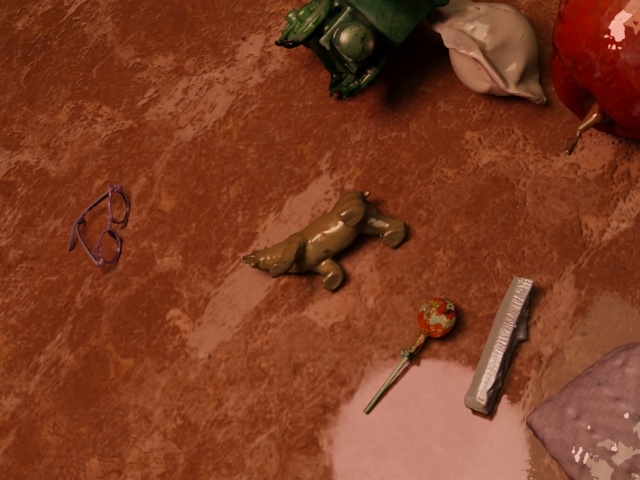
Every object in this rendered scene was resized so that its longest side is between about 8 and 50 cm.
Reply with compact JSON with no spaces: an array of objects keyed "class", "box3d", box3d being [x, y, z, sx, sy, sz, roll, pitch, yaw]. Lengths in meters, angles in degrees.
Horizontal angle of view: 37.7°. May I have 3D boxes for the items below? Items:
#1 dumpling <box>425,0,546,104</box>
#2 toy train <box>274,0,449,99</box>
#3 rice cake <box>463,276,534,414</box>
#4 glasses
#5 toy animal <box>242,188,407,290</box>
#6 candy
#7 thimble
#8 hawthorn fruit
[{"class":"dumpling","box3d":[0.221,-0.270,1.298,0.124,0.151,0.229,-59,46,32]},{"class":"toy train","box3d":[0.047,-0.315,1.342,0.202,0.145,0.266,-48,15,3]},{"class":"rice cake","box3d":[0.229,0.131,1.171,0.042,0.030,0.180,14,73,34]},{"class":"glasses","box3d":[-0.366,-0.021,1.481,0.104,0.062,0.139,-2,65,24]},{"class":"toy animal","box3d":[0.000,0.000,1.307,0.219,0.103,0.101,-37,39,6]},{"class":"candy","box3d":[0.112,0.149,1.214,0.184,0.049,0.055,-52,28,1]},{"class":"thimble","box3d":[0.348,0.233,0.963,0.157,0.217,0.245,-40,65,3]},{"class":"hawthorn fruit","box3d":[0.382,-0.211,1.158,0.242,0.242,0.271,27,82,31]}]
